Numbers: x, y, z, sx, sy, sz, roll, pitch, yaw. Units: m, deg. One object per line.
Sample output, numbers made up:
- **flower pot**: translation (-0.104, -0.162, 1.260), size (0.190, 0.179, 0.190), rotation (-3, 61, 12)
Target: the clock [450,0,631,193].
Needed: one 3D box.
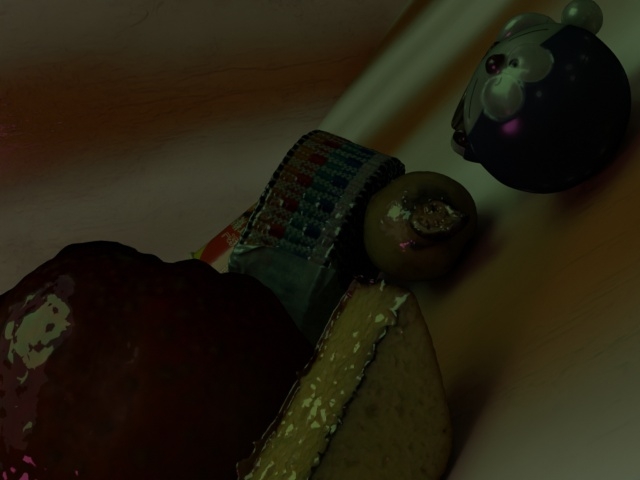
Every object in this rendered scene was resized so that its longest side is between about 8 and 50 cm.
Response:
- **clock**: translation (0.211, -0.139, 1.057), size (0.200, 0.146, 0.243), rotation (-57, 6, 17)

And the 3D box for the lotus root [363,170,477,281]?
- **lotus root**: translation (0.108, -0.016, 1.198), size (0.221, 0.118, 0.125), rotation (-157, 84, -86)

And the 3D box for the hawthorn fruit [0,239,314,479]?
- **hawthorn fruit**: translation (-0.189, 0.212, 1.104), size (0.403, 0.403, 0.403), rotation (-52, 11, 15)

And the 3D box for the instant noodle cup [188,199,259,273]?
- **instant noodle cup**: translation (-0.054, 0.032, 1.550), size (0.174, 0.213, 0.213), rotation (-45, 11, 1)

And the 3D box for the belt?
- **belt**: translation (0.000, 0.000, 1.352), size (0.258, 0.150, 0.207), rotation (-64, -21, -9)

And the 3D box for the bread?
- **bread**: translation (0.035, 0.166, 0.924), size (0.129, 0.134, 0.260), rotation (-6, 54, 62)
